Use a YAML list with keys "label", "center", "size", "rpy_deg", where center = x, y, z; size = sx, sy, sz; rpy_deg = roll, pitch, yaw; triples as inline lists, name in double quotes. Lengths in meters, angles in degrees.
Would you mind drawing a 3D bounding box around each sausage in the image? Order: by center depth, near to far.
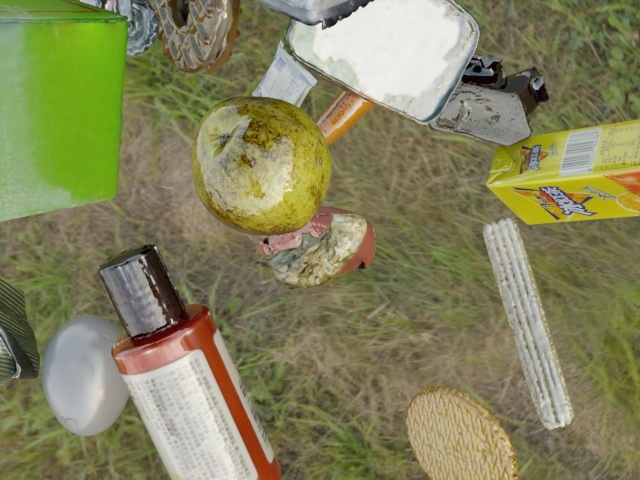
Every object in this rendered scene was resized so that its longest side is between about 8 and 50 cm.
- label: "sausage"
  center: [0.000, 0.000, 1.884]
  size: [0.152, 0.280, 0.152]
  rpy_deg: [-25, 62, 60]

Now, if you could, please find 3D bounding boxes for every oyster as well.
- label: "oyster"
  center: [-0.019, 0.023, 1.521]
  size: [0.166, 0.294, 0.094]
  rpy_deg: [-42, 100, -13]

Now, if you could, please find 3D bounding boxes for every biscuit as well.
- label: "biscuit"
  center: [0.255, 0.375, 1.543]
  size: [0.254, 0.035, 0.254]
  rpy_deg: [28, 131, 37]
- label: "biscuit"
  center: [0.418, 0.162, 1.708]
  size: [0.078, 0.144, 0.426]
  rpy_deg: [-17, 88, 13]
- label: "biscuit"
  center: [-0.280, -0.534, 1.900]
  size: [0.332, 0.103, 0.332]
  rpy_deg: [16, 109, 55]

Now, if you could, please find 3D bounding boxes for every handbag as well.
- label: "handbag"
  center: [-0.670, 0.177, 1.484]
  size: [0.247, 0.341, 0.240]
  rpy_deg: [-38, 54, 14]

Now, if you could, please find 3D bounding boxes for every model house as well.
- label: "model house"
  center: [0.059, -0.330, 1.335]
  size: [0.190, 0.271, 0.301]
  rpy_deg: [-65, 22, 7]
- label: "model house"
  center: [0.324, -0.273, 1.599]
  size: [0.203, 0.164, 0.141]
  rpy_deg: [21, 131, 16]

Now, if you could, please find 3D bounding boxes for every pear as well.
- label: "pear"
  center: [-0.083, -0.109, 1.163]
  size: [0.197, 0.197, 0.197]
  rpy_deg: [-2, 86, 26]

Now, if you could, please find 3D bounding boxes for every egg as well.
- label: "egg"
  center: [-0.384, 0.222, 1.401]
  size: [0.146, 0.146, 0.198]
  rpy_deg: [1, 94, 26]

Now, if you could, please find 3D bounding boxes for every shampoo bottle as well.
- label: "shampoo bottle"
  center: [-0.135, 0.136, 0.834]
  size: [0.104, 0.104, 0.278]
  rpy_deg: [-15, 105, 24]

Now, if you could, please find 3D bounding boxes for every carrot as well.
- label: "carrot"
  center: [0.006, -0.194, 1.505]
  size: [0.271, 0.062, 0.066]
  rpy_deg: [-44, 60, 20]

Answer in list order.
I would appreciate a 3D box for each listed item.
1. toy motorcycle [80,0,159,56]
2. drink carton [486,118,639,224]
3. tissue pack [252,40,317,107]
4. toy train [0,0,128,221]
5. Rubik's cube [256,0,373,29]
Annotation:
- label: "toy motorcycle"
  center: [-0.357, -0.462, 1.355]
  size: [0.188, 0.143, 0.327]
  rpy_deg: [-1, 104, -5]
- label: "drink carton"
  center: [0.485, -0.115, 1.495]
  size: [0.351, 0.154, 0.111]
  rpy_deg: [-5, 58, 47]
- label: "tissue pack"
  center: [-0.085, -0.332, 1.867]
  size: [0.122, 0.026, 0.193]
  rpy_deg: [50, 141, 9]
- label: "toy train"
  center: [-0.300, -0.116, 0.582]
  size: [0.307, 0.249, 0.173]
  rpy_deg: [24, 117, 32]
- label: "Rubik's cube"
  center: [-0.030, -0.455, 0.902]
  size: [0.318, 0.316, 0.313]
  rpy_deg: [28, 124, 10]
